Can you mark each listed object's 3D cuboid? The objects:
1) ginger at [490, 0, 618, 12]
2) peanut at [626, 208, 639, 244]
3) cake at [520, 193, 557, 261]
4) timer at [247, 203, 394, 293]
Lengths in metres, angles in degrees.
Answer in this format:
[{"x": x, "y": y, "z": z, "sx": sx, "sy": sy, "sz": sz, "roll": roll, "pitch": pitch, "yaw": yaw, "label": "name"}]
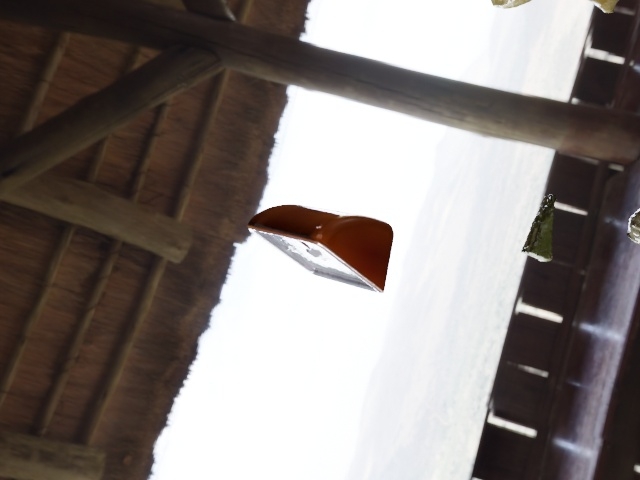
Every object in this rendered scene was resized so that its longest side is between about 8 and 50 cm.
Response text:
[{"x": 0.658, "y": -0.711, "z": 1.771, "sx": 0.363, "sy": 0.348, "sz": 0.122, "roll": 81, "pitch": -174, "yaw": -78, "label": "ginger"}, {"x": 0.705, "y": -0.028, "z": 1.346, "sx": 0.099, "sy": 0.214, "sz": 0.099, "roll": -176, "pitch": 90, "yaw": -78, "label": "peanut"}, {"x": 0.443, "y": -0.028, "z": 1.361, "sx": 0.051, "sy": 0.055, "sz": 0.140, "roll": 145, "pitch": 133, "yaw": -79, "label": "cake"}, {"x": 0.000, "y": 0.000, "z": 1.502, "sx": 0.250, "sy": 0.257, "sz": 0.161, "roll": 18, "pitch": -93, "yaw": -43, "label": "timer"}]
